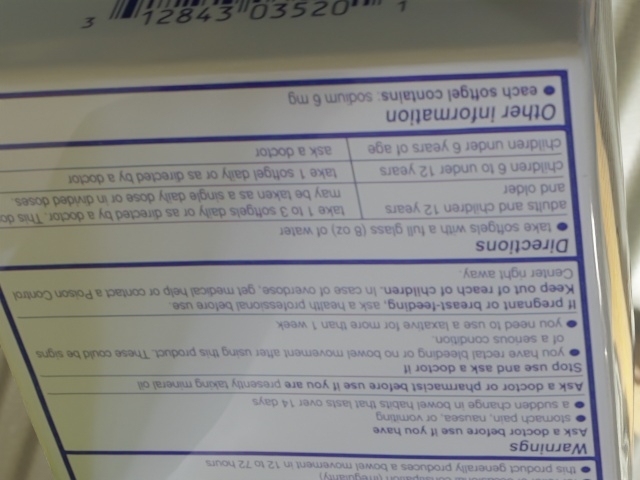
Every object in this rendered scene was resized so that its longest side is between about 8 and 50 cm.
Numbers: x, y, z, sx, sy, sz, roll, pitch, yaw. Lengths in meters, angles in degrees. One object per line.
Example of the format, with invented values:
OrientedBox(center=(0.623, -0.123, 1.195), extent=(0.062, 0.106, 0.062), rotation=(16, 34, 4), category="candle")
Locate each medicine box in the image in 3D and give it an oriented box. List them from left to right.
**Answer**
OrientedBox(center=(0.000, 0.000, 0.700), extent=(0.263, 0.149, 0.289), rotation=(-1, -50, 14), category="medicine box")
